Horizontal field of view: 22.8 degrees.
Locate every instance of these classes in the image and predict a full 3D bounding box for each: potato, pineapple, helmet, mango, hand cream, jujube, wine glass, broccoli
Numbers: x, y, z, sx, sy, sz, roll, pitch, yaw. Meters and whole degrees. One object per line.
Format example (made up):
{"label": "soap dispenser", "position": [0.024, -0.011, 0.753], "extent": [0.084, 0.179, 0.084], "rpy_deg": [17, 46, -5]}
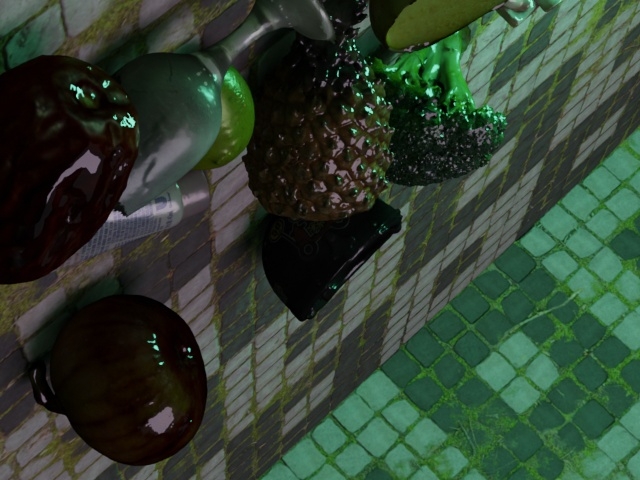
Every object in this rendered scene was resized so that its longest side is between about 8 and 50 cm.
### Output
{"label": "potato", "position": [0.171, -0.361, 2.086], "extent": [0.271, 0.111, 0.160], "rpy_deg": [-34, 160, -2]}
{"label": "pineapple", "position": [0.004, -0.190, 2.009], "extent": [0.202, 0.202, 0.362], "rpy_deg": [-36, 147, -34]}
{"label": "helmet", "position": [0.000, 0.000, 2.474], "extent": [0.230, 0.160, 0.279], "rpy_deg": [-46, 178, -8]}
{"label": "mango", "position": [-0.135, -0.149, 1.861], "extent": [0.119, 0.100, 0.178], "rpy_deg": [-36, 152, -19]}
{"label": "hand cream", "position": [-0.256, -0.026, 1.917], "extent": [0.248, 0.083, 0.133], "rpy_deg": [-24, 154, -30]}
{"label": "jujube", "position": [-0.280, -0.061, 1.548], "extent": [0.243, 0.183, 0.183], "rpy_deg": [-42, 169, 33]}
{"label": "wine glass", "position": [-0.134, -0.167, 1.712], "extent": [0.321, 0.143, 0.143], "rpy_deg": [-45, 165, -14]}
{"label": "broccoli", "position": [0.150, -0.203, 2.306], "extent": [0.269, 0.254, 0.269], "rpy_deg": [-60, -165, 28]}

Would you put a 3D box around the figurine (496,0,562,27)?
{"label": "figurine", "position": [0.289, -0.412, 2.225], "extent": [0.162, 0.141, 0.237], "rpy_deg": [-45, 165, -24]}

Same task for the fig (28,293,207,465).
{"label": "fig", "position": [-0.261, 0.188, 2.150], "extent": [0.214, 0.235, 0.235], "rpy_deg": [-50, 165, 24]}
